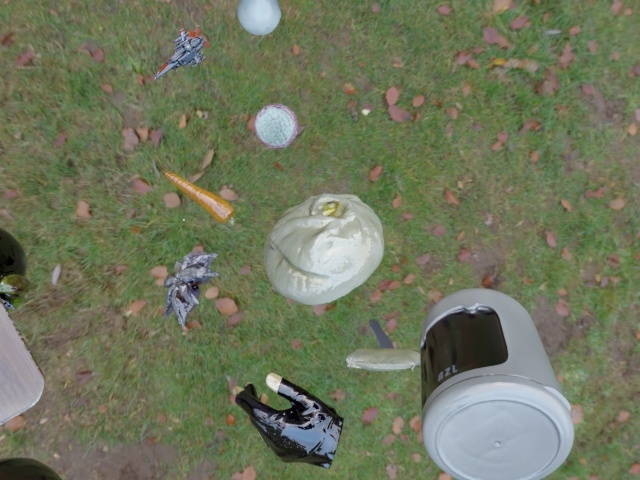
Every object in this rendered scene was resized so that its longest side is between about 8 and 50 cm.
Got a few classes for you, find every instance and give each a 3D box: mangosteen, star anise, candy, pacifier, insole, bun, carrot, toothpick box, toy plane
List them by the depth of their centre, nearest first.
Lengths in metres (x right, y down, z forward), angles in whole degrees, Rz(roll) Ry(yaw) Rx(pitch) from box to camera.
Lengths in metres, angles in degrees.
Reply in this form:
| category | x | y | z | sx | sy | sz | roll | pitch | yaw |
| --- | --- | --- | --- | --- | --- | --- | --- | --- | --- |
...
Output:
| category | x | y | z | sx | sy | sz | roll | pitch | yaw |
| --- | --- | --- | --- | --- | --- | --- | --- | --- | --- |
| toothpick box | 0.276 | 0.218 | 0.881 | 0.228 | 0.316 | 0.229 | 4 | 117 | 7 |
| pacifier | -0.109 | -0.485 | 0.992 | 0.299 | 0.233 | 0.244 | -29 | 64 | -22 |
| star anise | -0.291 | 0.098 | 1.152 | 0.061 | 0.204 | 0.181 | 25 | 84 | -33 |
| mangosteen | -0.755 | 0.071 | 1.168 | 0.242 | 0.243 | 0.243 | -1 | 92 | -14 |
| candy | -0.100 | -0.259 | 1.215 | 0.103 | 0.043 | 0.103 | 2 | 105 | 8 |
| bun | 0.000 | 0.000 | 1.494 | 0.365 | 0.365 | 0.220 | -29 | 126 | -12 |
| toy plane | -0.392 | -0.515 | 1.505 | 0.061 | 0.130 | 0.189 | 36 | 82 | 23 |
| carrot | -0.343 | -0.132 | 1.527 | 0.256 | 0.061 | 0.061 | 37 | 83 | 0 |
| insole | 0.182 | 0.292 | 1.581 | 0.045 | 0.002 | 0.135 | -18 | 66 | -29 |

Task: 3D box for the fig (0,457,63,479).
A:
| category | x | y | z | sx | sy | sz | roll | pitch | yaw |
| --- | --- | --- | --- | --- | --- | --- | --- | --- | --- |
| fig | -0.433 | 0.411 | 0.703 | 0.235 | 0.235 | 0.214 | -40 | 105 | -10 |

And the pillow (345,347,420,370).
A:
| category | x | y | z | sx | sy | sz | roll | pitch | yaw |
| --- | --- | --- | --- | --- | --- | --- | --- | --- | --- |
| pillow | 0.169 | 0.320 | 1.441 | 0.208 | 0.119 | 0.053 | -2 | 94 | 23 |

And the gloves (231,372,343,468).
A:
| category | x | y | z | sx | sy | sz | roll | pitch | yaw |
| --- | --- | --- | --- | --- | --- | --- | --- | --- | --- |
| gloves | -0.085 | 0.432 | 1.313 | 0.300 | 0.152 | 0.197 | 26 | 113 | 23 |

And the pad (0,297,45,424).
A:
| category | x | y | z | sx | sy | sz | roll | pitch | yaw |
| --- | --- | --- | --- | --- | --- | --- | --- | --- | --- |
| pad | -0.410 | 0.074 | 0.402 | 0.283 | 0.018 | 0.287 | -29 | 100 | -26 |
